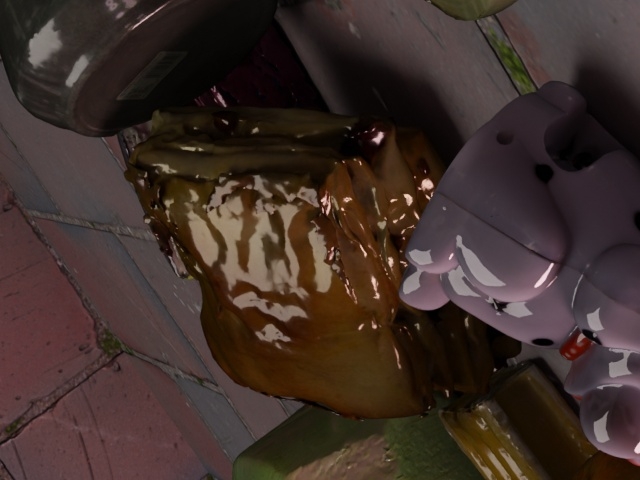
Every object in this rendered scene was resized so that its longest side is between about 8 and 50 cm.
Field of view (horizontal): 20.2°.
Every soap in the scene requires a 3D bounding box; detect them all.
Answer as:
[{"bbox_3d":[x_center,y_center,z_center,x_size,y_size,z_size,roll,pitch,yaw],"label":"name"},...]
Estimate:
[{"bbox_3d":[0.227,0.240,1.676,0.257,0.080,0.160,53,166,-1],"label":"soap"},{"bbox_3d":[-0.101,-0.165,1.708,0.250,0.099,0.162,51,165,10],"label":"soap"}]

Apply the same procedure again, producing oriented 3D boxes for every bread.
[{"bbox_3d":[0.002,0.032,1.543,0.277,0.167,0.324,3,143,33],"label":"bread"}]

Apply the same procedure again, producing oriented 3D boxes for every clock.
[{"bbox_3d":[0.202,0.036,1.183,0.254,0.189,0.189,39,161,19],"label":"clock"}]

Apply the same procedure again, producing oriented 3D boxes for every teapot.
[{"bbox_3d":[-0.220,-0.270,1.548,0.344,0.253,0.300,56,140,16],"label":"teapot"}]

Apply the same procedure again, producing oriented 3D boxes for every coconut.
[{"bbox_3d":[0.049,0.306,1.883,0.328,0.328,0.281,59,162,-20],"label":"coconut"}]

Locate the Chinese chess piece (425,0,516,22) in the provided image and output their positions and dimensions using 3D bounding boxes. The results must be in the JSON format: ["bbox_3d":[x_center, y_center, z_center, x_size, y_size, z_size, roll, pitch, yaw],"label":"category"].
[{"bbox_3d":[0.081,-0.210,1.154,0.144,0.058,0.144,47,165,18],"label":"Chinese chess piece"}]

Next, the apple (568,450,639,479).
[{"bbox_3d":[0.280,0.289,1.447,0.226,0.246,0.246,35,165,-4],"label":"apple"}]

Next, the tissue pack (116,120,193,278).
[{"bbox_3d":[-0.151,-0.058,1.816,0.235,0.073,0.173,-150,38,-81],"label":"tissue pack"}]
